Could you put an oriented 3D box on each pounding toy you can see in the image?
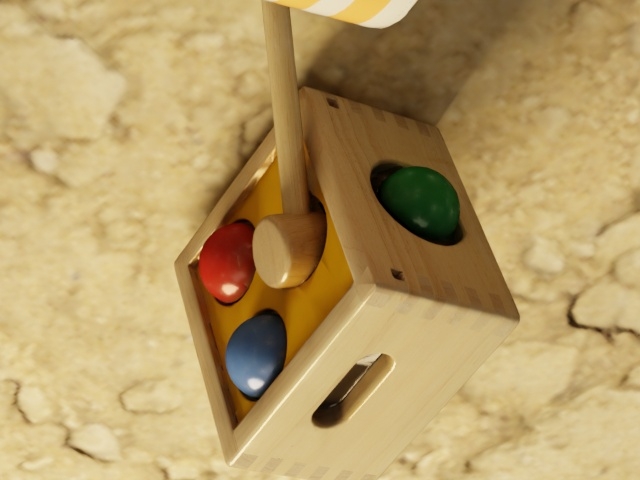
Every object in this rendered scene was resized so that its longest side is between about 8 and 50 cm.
[{"bbox_3d":[0.000,0.000,0.656,0.100,0.130,0.141,14,129,-33],"label":"pounding toy"}]

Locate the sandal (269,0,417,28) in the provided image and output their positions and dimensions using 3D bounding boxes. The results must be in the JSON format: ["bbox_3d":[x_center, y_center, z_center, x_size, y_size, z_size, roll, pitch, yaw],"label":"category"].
[{"bbox_3d":[0.037,-0.117,0.538,0.265,0.076,0.102,0,133,-30],"label":"sandal"}]
